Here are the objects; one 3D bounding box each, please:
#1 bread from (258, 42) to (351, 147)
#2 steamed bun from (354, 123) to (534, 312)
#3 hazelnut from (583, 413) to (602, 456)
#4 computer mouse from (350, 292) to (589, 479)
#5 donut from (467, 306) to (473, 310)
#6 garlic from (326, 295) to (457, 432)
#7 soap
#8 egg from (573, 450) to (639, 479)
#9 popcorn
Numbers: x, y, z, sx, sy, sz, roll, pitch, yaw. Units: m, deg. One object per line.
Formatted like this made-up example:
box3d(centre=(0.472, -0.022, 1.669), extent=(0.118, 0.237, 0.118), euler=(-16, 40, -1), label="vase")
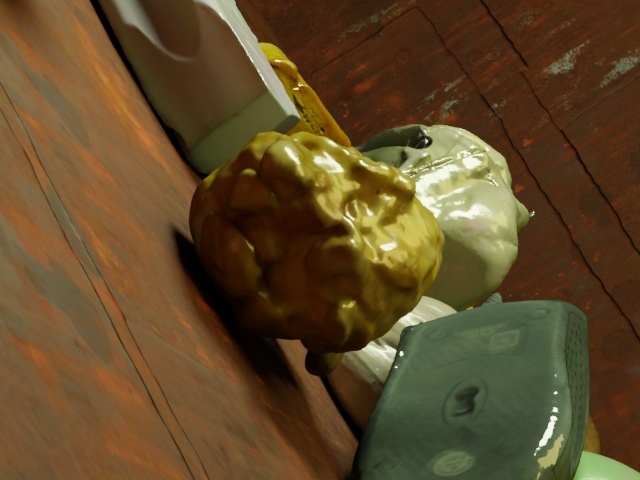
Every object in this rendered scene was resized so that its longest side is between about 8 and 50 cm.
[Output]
box3d(centre=(-0.042, -0.186, 2.537), extent=(0.245, 0.102, 0.094), euler=(54, 4, -38), label="bread")
box3d(centre=(0.088, -0.021, 2.013), extent=(0.206, 0.275, 0.320), euler=(43, -27, -15), label="steamed bun")
box3d(centre=(0.255, 0.266, 2.115), extent=(0.210, 0.186, 0.210), euler=(38, 8, -6), label="hazelnut")
box3d(centre=(0.139, 0.165, 1.477), extent=(0.371, 0.188, 0.122), euler=(-69, 145, -57), label="computer mouse")
box3d(centre=(0.141, 0.098, 2.365), extent=(0.277, 0.108, 0.277), euler=(55, 12, -17), label="donut")
box3d(centre=(0.080, 0.115, 1.704), extent=(0.178, 0.142, 0.229), euler=(57, 14, -14), label="garlic")
box3d(centre=(-0.137, -0.210, 1.795), extent=(0.208, 0.115, 0.347), euler=(48, 10, -53), label="soap")
box3d(centre=(0.237, 0.308, 1.518), extent=(0.220, 0.220, 0.270), euler=(51, 9, -45), label="egg")
box3d(centre=(0.002, 0.003, 1.421), extent=(0.191, 0.190, 0.253), euler=(64, 3, 8), label="popcorn")
